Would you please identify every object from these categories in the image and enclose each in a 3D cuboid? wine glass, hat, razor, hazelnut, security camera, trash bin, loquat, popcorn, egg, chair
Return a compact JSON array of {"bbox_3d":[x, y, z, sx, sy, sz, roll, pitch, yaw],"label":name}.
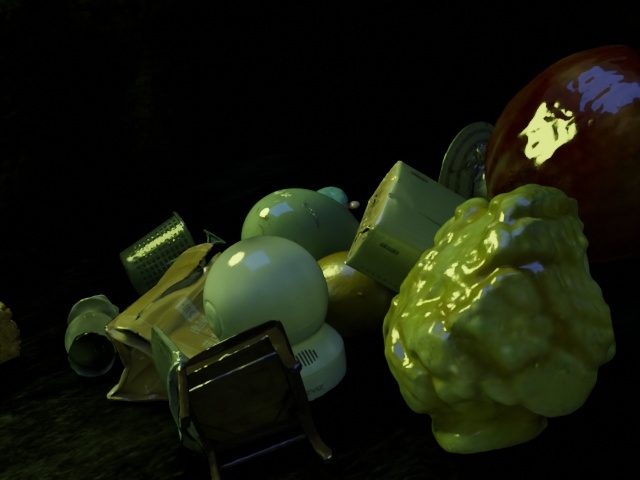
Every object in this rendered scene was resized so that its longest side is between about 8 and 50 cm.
[{"bbox_3d":[-0.419,0.177,1.654,0.103,0.103,0.222,-17,16,-10],"label":"wine glass"},{"bbox_3d":[0.340,-0.101,1.733,0.110,0.252,0.252,13,30,42],"label":"hat"},{"bbox_3d":[-0.296,0.033,2.187,0.066,0.033,0.190,31,28,3],"label":"razor"},{"bbox_3d":[0.475,-0.140,1.523,0.420,0.353,0.421,-9,44,9],"label":"hazelnut"},{"bbox_3d":[-0.073,0.109,1.335,0.194,0.236,0.194,-14,18,5],"label":"security camera"},{"bbox_3d":[-0.346,0.046,1.956,0.161,0.175,0.175,-29,19,-13],"label":"trash bin"},{"bbox_3d":[0.049,0.088,1.459,0.195,0.152,0.152,-13,15,20],"label":"loquat"},{"bbox_3d":[0.205,0.089,1.103,0.292,0.294,0.334,-10,0,10],"label":"popcorn"},{"bbox_3d":[-0.024,0.015,1.605,0.203,0.203,0.282,-4,-25,32],"label":"egg"},{"bbox_3d":[-0.117,0.202,1.205,0.186,0.160,0.319,-22,17,-9],"label":"chair"}]

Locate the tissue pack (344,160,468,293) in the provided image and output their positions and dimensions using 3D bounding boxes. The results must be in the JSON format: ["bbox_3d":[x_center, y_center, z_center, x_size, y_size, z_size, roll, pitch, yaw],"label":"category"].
[{"bbox_3d":[0.174,0.010,1.380,0.125,0.234,0.159,-53,10,48],"label":"tissue pack"}]

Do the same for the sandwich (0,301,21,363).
[{"bbox_3d":[-0.789,0.215,1.784,0.325,0.131,0.262,-24,20,-29],"label":"sandwich"}]

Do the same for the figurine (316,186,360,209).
[{"bbox_3d":[-0.031,-0.061,2.123,0.205,0.103,0.260,-17,3,-25],"label":"figurine"}]

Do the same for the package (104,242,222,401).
[{"bbox_3d":[-0.223,0.130,1.525,0.221,0.165,0.311,-7,17,22],"label":"package"}]
